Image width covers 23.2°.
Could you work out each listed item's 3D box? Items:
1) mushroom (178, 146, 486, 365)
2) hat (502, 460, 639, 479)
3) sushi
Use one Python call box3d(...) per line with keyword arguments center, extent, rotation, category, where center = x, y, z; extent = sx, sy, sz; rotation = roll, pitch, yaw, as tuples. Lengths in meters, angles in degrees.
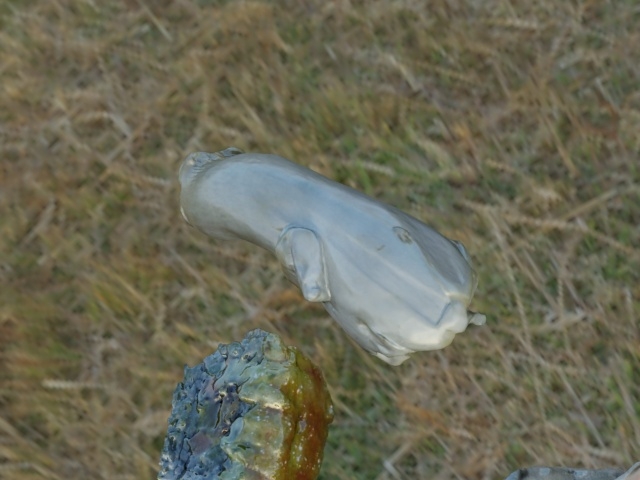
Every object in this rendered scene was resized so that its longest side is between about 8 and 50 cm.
box3d(center=(0.000, -0.001, 1.081), extent=(0.278, 0.096, 0.099), rotation=(30, 74, 35), category="mushroom")
box3d(center=(0.131, 0.146, 0.594), extent=(0.164, 0.219, 0.226), rotation=(-15, 14, 41), category="hat")
box3d(center=(-0.094, 0.248, 1.912), extent=(0.184, 0.139, 0.274), rotation=(-7, 60, 38), category="sushi")
